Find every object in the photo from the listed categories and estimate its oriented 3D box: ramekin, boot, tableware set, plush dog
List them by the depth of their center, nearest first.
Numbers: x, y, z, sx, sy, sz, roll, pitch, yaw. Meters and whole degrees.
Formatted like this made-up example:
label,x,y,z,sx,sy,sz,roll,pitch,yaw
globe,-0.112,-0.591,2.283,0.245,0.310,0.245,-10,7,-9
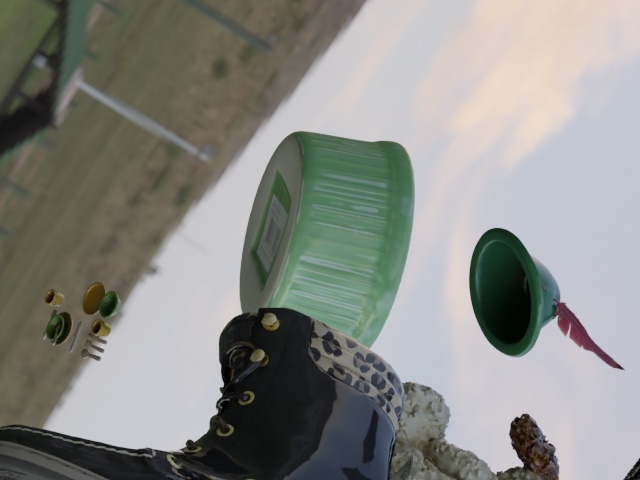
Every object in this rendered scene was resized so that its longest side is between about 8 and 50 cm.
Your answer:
label,x,y,z,sx,sy,sz,roll,pitch,yaw
boot,-0.095,0.182,1.401,0.284,0.377,0.138,-77,-171,-46
plush dog,0.154,0.292,1.639,0.210,0.225,0.262,-147,-117,-65
ramekin,0.000,0.000,2.132,0.303,0.148,0.303,-167,-90,-74
tableware set,-0.330,0.101,2.191,0.154,0.024,0.104,16,-97,48

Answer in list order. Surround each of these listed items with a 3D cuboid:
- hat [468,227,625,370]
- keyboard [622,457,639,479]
label,x,y,z,sx,sy,sz,roll,pitch,yaw
hat,0.325,0.068,2.236,0.173,0.183,0.208,52,-37,44
keyboard,0.520,0.294,2.444,0.192,0.038,0.100,-46,-174,-30
